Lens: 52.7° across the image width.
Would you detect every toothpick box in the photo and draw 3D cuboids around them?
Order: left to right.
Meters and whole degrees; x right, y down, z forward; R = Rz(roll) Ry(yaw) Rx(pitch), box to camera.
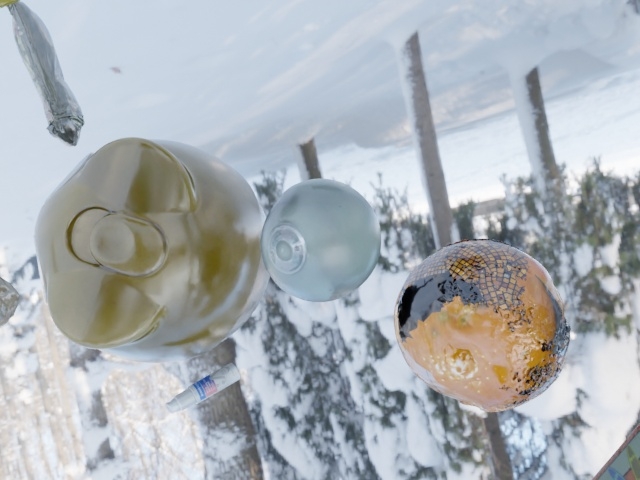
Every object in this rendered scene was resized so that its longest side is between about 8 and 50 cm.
[{"bbox_3d":[-0.299,0.016,1.168,0.409,0.409,0.425,-11,175,3],"label":"toothpick box"}]

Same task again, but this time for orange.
[{"bbox_3d":[0.211,0.115,0.865,0.234,0.234,0.182,-12,-156,29],"label":"orange"}]

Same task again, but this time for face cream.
[{"bbox_3d":[-0.200,0.253,1.095,0.130,0.034,0.034,-26,-174,-26],"label":"face cream"}]

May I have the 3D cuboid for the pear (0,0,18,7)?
[{"bbox_3d":[-0.330,-0.315,0.533,0.271,0.271,0.271,-11,179,0],"label":"pear"}]

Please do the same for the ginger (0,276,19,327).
[{"bbox_3d":[-0.354,-0.005,0.521,0.166,0.333,0.080,-50,156,13],"label":"ginger"}]

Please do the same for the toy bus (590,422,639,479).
[{"bbox_3d":[0.395,0.316,0.790,0.093,0.409,0.092,8,-145,-16],"label":"toy bus"}]

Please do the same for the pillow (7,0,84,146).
[{"bbox_3d":[-0.467,-0.285,1.107,0.059,0.255,0.169,-20,-176,-8],"label":"pillow"}]

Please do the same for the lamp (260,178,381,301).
[{"bbox_3d":[0.000,0.000,0.550,0.105,0.105,0.105,-11,179,0],"label":"lamp"}]
